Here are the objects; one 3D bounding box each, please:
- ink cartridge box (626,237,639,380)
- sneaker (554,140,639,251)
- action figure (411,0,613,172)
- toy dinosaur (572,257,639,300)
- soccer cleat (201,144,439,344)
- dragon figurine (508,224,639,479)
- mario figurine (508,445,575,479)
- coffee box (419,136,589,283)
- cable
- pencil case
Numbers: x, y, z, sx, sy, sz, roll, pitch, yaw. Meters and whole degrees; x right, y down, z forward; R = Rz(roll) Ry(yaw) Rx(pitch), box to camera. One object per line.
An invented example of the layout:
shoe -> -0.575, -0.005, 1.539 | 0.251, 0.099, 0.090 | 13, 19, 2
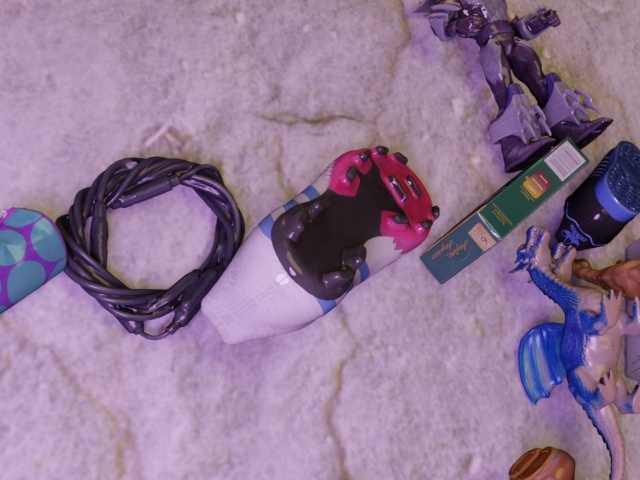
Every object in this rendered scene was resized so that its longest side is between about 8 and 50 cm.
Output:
ink cartridge box -> 0.418, 0.084, 1.191 | 0.127, 0.072, 0.175 | 23, 55, -16
sneaker -> 0.332, -0.051, 1.222 | 0.081, 0.090, 0.232 | 52, 31, 6
action figure -> 0.218, -0.224, 1.237 | 0.185, 0.099, 0.285 | -14, 69, -29
toy dinosaur -> 0.331, 0.039, 1.094 | 0.112, 0.211, 0.064 | 17, 77, -14
soccer cleat -> 0.000, 0.000, 0.988 | 0.116, 0.143, 0.331 | 56, 29, 2
dragon figurine -> 0.261, 0.125, 1.072 | 0.085, 0.144, 0.289 | 4, 82, -29
mario figurine -> 0.285, 0.327, 0.913 | 0.320, 0.198, 0.170 | 39, 39, 0
coffee box -> 0.194, -0.034, 1.107 | 0.184, 0.113, 0.040 | -37, 87, -37
cable -> -0.149, -0.006, 0.948 | 0.150, 0.047, 0.184 | 36, 55, -1
pencil case -> -0.277, 0.034, 0.834 | 0.152, 0.064, 0.070 | -41, 104, -39
